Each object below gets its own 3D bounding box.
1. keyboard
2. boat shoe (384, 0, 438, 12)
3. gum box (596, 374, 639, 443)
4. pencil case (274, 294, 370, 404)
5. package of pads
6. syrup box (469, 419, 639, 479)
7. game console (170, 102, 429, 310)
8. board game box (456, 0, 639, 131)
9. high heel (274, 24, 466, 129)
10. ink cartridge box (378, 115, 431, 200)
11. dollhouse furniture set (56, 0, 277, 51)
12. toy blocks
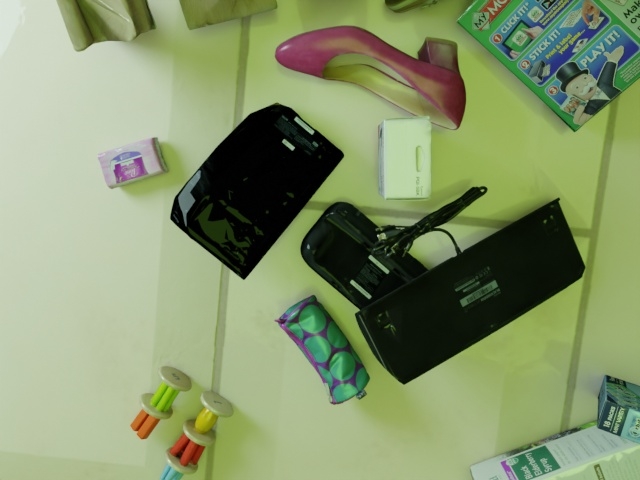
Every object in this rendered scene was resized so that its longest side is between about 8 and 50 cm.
[{"bbox_3d":[0.186,0.033,0.844,0.317,0.033,0.201,-28,102,-10],"label":"keyboard"},{"bbox_3d":[0.157,-0.328,0.829,0.153,0.056,0.048,-29,136,2],"label":"boat shoe"},{"bbox_3d":[0.445,0.230,0.803,0.184,0.157,0.041,16,97,23],"label":"gum box"},{"bbox_3d":[0.005,0.151,0.880,0.070,0.064,0.151,-36,94,-34],"label":"pencil case"},{"bbox_3d":[-0.253,-0.105,0.874,0.083,0.032,0.050,-16,95,3],"label":"package of pads"},{"bbox_3d":[0.335,0.329,0.878,0.237,0.093,0.096,-21,96,4],"label":"syrup box"},{"bbox_3d":[0.000,0.000,0.851,0.361,0.044,0.213,40,79,-7],"label":"game console"},{"bbox_3d":[0.345,-0.308,0.747,0.213,0.046,0.317,43,129,-3],"label":"board game box"},{"bbox_3d":[0.064,-0.199,0.821,0.244,0.082,0.117,3,73,-10],"label":"high heel"},{"bbox_3d":[0.103,-0.102,0.812,0.056,0.135,0.099,-1,96,2],"label":"ink cartridge box"},{"bbox_3d":[-0.155,-0.471,0.772,0.362,0.256,0.394,-12,117,4],"label":"dollhouse furniture set"},{"bbox_3d":[-0.211,0.268,0.907,0.123,0.054,0.148,32,97,-3],"label":"toy blocks"}]
